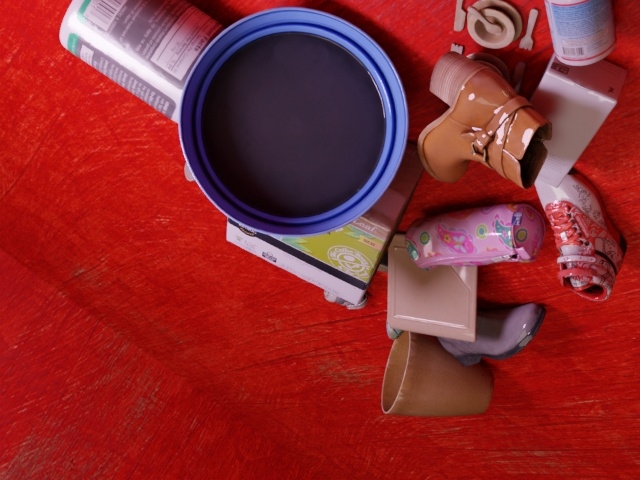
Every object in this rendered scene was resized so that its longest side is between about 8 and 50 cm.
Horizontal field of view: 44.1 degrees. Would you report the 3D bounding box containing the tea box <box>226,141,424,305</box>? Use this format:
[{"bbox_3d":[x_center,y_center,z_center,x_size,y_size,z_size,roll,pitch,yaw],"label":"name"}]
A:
[{"bbox_3d":[0.004,-0.086,1.621,0.329,0.220,0.323,26,148,7],"label":"tea box"}]

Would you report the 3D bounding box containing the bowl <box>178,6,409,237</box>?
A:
[{"bbox_3d":[-0.046,-0.201,1.373,0.391,0.391,0.077,32,-177,-5],"label":"bowl"}]

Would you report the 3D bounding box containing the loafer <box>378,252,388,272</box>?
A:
[{"bbox_3d":[0.113,0.042,1.888,0.148,0.056,0.050,26,143,6],"label":"loafer"}]

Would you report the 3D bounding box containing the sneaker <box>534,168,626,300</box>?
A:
[{"bbox_3d":[0.462,-0.007,1.435,0.090,0.145,0.270,-12,131,48],"label":"sneaker"}]

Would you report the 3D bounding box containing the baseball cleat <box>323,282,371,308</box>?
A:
[{"bbox_3d":[0.095,0.125,2.034,0.110,0.072,0.206,26,157,-22],"label":"baseball cleat"}]

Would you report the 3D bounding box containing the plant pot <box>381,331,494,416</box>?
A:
[{"bbox_3d":[0.314,0.369,2.076,0.255,0.237,0.237,16,150,-5],"label":"plant pot"}]

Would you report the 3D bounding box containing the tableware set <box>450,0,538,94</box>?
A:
[{"bbox_3d":[0.267,-0.298,1.264,0.128,0.039,0.194,20,148,16],"label":"tableware set"}]

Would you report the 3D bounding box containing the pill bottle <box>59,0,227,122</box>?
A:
[{"bbox_3d":[-0.280,-0.347,1.481,0.361,0.204,0.204,34,149,-8],"label":"pill bottle"}]

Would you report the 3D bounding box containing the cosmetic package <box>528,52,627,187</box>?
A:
[{"bbox_3d":[0.385,-0.197,1.277,0.117,0.085,0.231,26,148,5],"label":"cosmetic package"}]

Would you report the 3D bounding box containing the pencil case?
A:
[{"bbox_3d":[0.308,-0.003,1.596,0.284,0.124,0.124,-6,135,46],"label":"pencil case"}]

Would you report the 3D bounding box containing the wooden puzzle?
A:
[{"bbox_3d":[0.254,0.102,1.788,0.221,0.044,0.238,6,107,34],"label":"wooden puzzle"}]

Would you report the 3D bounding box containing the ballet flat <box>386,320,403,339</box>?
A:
[{"bbox_3d":[0.200,0.154,1.882,0.070,0.070,0.188,11,105,27],"label":"ballet flat"}]

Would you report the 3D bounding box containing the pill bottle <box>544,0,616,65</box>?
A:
[{"bbox_3d":[0.357,-0.329,1.095,0.087,0.087,0.160,7,143,32],"label":"pill bottle"}]

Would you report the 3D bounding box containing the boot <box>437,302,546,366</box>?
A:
[{"bbox_3d":[0.345,0.179,1.854,0.223,0.118,0.338,40,144,-8],"label":"boot"}]

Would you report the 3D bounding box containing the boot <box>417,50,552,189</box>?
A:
[{"bbox_3d":[0.275,-0.153,1.300,0.220,0.109,0.283,45,151,32],"label":"boot"}]

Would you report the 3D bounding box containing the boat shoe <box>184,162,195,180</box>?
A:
[{"bbox_3d":[-0.243,-0.192,1.849,0.065,0.075,0.206,-3,166,-40],"label":"boat shoe"}]
